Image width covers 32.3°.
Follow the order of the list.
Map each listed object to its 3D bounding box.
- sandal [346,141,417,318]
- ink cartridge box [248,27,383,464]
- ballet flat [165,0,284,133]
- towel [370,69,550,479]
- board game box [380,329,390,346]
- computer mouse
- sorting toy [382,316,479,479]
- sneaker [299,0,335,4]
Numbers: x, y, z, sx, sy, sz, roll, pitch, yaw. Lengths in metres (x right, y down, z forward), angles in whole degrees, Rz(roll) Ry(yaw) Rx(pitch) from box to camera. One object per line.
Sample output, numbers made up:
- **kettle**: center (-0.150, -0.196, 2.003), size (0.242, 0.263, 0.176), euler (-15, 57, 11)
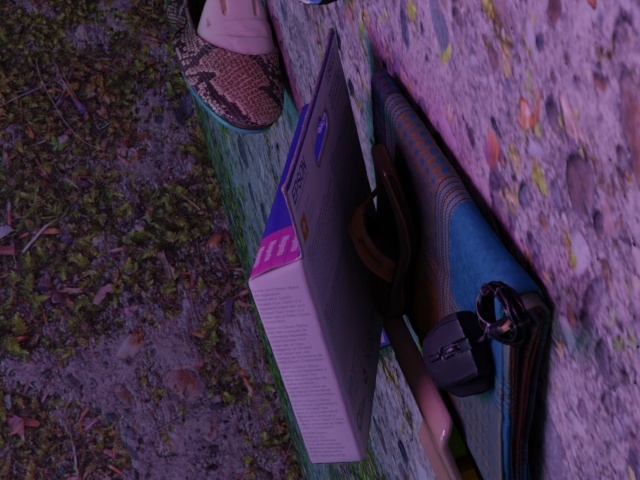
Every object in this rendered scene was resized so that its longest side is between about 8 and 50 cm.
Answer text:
- **sandal**: center (0.055, 0.000, 1.111), size (0.219, 0.060, 0.090), euler (91, 163, -49)
- **ink cartridge box**: center (0.000, 0.000, 1.141), size (0.324, 0.071, 0.330), euler (-76, -25, -54)
- **ballet flat**: center (-0.160, -0.353, 1.790), size (0.483, 0.164, 0.182), euler (-116, 35, -55)
- **towel**: center (0.123, 0.036, 1.067), size (0.370, 0.040, 0.272), euler (-113, 14, -48)
- **board game box**: center (0.058, 0.083, 1.491), size (0.201, 0.035, 0.136), euler (123, 132, -77)
- **computer mouse**: center (0.119, 0.083, 0.894), size (0.242, 0.041, 0.071), euler (106, 151, -72)
- **sorting toy**: center (0.129, 0.201, 1.190), size (0.193, 0.038, 0.208), euler (-114, 4, -51)
- **sneaker**: center (-0.018, -0.336, 1.224), size (0.073, 0.063, 0.162), euler (121, 134, -72)
